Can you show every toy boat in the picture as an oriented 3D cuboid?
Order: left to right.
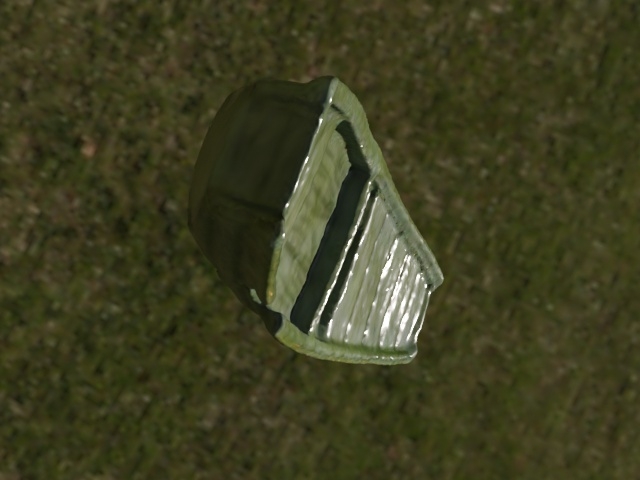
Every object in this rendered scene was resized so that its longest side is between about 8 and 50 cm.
[{"bbox_3d":[0.000,0.000,0.686,0.293,0.055,0.093,49,62,-73],"label":"toy boat"}]
